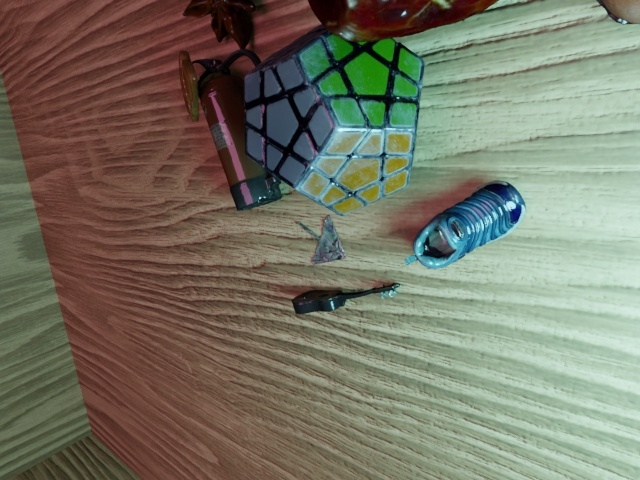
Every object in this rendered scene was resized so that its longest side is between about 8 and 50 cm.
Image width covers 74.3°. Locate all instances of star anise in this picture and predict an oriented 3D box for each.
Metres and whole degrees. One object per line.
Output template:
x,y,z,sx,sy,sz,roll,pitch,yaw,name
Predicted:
-0.210,-0.517,0.910,0.213,0.111,0.196,3,130,10,star anise

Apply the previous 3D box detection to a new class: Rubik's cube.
0.027,-0.201,0.700,0.319,0.319,0.264,37,99,26,Rubik's cube

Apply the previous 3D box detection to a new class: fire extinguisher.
-0.170,-0.269,0.969,0.201,0.113,0.375,-18,93,19,fire extinguisher

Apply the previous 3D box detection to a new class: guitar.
0.055,0.125,0.922,0.271,0.084,0.038,-12,99,36,guitar

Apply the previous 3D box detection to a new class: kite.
0.000,0.000,0.965,0.157,0.011,0.139,38,123,25,kite

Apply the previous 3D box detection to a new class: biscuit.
-0.311,-0.366,0.999,0.250,0.035,0.162,-151,48,-66,biscuit

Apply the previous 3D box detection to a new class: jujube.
0.128,-0.374,0.525,0.223,0.318,0.223,50,162,22,jujube

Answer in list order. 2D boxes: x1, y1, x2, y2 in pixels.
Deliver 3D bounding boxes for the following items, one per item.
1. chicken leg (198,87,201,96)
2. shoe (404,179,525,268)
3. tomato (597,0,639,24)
-0.266,-0.315,1.070,0.093,0.053,0.204,-30,78,59,chicken leg
0.232,-0.016,0.692,0.207,0.106,0.091,-40,78,36,shoe
0.363,-0.348,0.426,0.228,0.112,0.199,40,114,1,tomato
